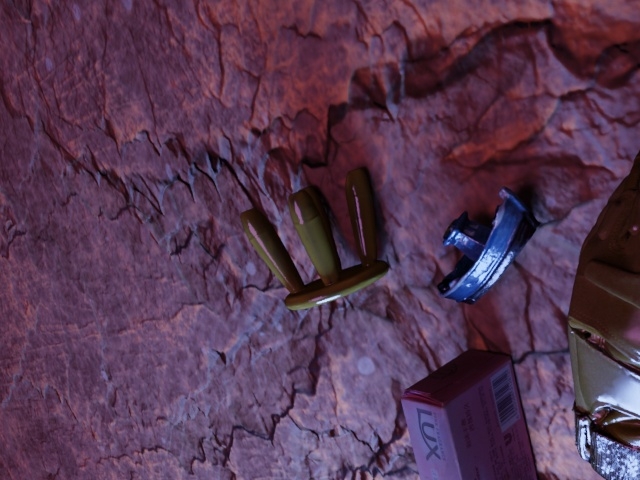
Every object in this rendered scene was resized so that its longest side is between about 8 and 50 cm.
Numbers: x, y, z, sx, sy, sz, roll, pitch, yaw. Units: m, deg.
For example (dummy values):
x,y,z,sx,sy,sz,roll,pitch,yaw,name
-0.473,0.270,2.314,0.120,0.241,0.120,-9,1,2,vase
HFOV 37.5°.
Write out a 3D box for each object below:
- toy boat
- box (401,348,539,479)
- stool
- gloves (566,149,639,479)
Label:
x,y,z,sx,sy,sz,roll,pitch,yaw,name
0.139,0.003,0.829,0.060,0.060,0.137,33,140,1,toy boat
0.142,0.192,0.894,0.060,0.111,0.156,0,109,47,box
0.000,0.000,0.940,0.135,0.134,0.111,-53,-59,-84,stool
0.258,0.037,0.660,0.154,0.141,0.331,27,129,36,gloves
